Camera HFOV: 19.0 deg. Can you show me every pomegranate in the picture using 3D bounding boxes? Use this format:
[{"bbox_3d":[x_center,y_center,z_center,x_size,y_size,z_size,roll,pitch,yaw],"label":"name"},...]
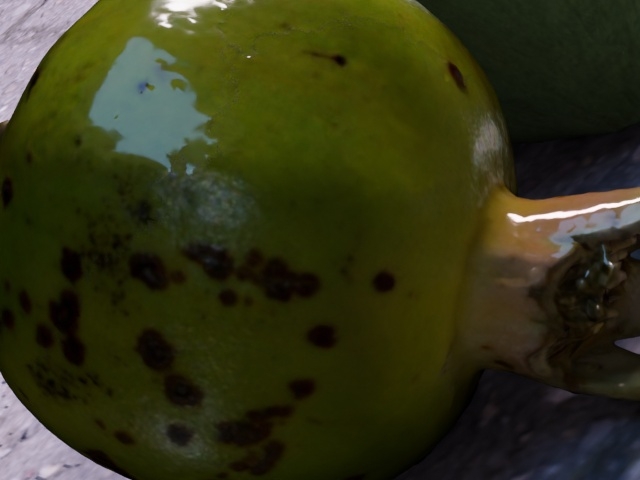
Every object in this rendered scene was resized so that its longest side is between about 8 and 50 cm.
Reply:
[{"bbox_3d":[0.004,-0.012,0.646,0.246,0.198,0.198,-20,27,18],"label":"pomegranate"}]

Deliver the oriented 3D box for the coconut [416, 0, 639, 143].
[{"bbox_3d":[0.050,-0.179,0.805,0.328,0.328,0.281,-15,-3,41],"label":"coconut"}]
